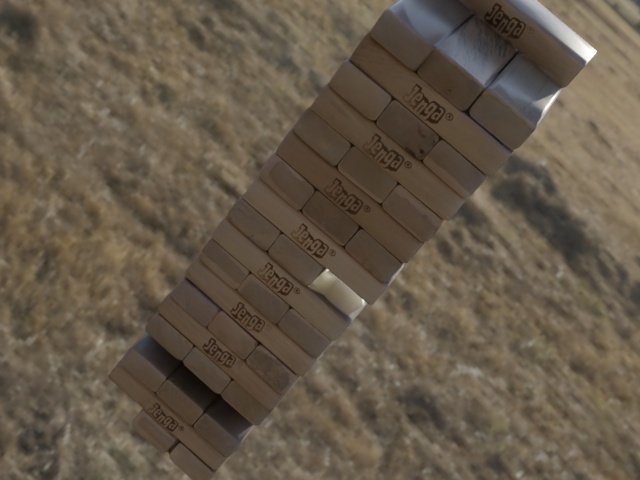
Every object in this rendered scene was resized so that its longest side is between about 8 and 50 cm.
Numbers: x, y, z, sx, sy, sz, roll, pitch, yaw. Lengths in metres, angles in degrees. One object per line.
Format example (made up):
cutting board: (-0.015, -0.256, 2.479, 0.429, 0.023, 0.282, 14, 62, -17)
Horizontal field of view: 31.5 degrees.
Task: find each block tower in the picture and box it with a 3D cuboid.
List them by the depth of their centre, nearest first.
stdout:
block tower: (0.000, 0.000, 0.626, 0.091, 0.335, 0.097, 41, 34, 2)
